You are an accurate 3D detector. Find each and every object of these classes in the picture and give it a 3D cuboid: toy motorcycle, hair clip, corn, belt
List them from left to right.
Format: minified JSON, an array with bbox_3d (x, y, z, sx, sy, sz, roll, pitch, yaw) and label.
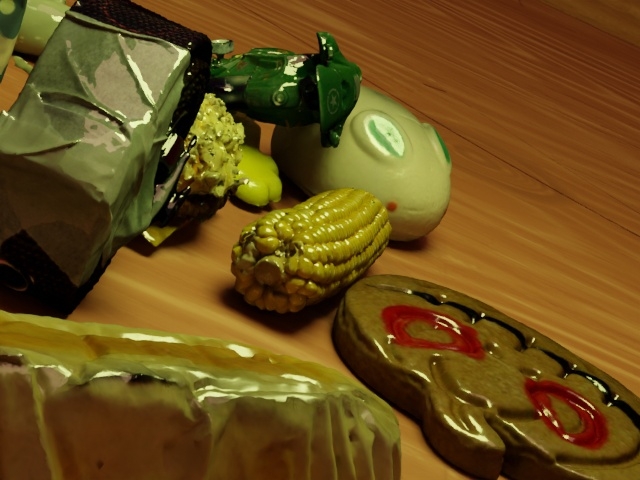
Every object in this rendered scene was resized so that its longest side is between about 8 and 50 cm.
[{"bbox_3d":[-0.187,-0.074,1.686,0.164,0.184,0.289,25,56,4],"label":"belt"},{"bbox_3d":[-0.079,-0.083,2.138,0.072,0.046,0.173,16,22,-14],"label":"hair clip"},{"bbox_3d":[-0.076,-0.157,2.101,0.274,0.125,0.187,-8,17,-14],"label":"toy motorcycle"},{"bbox_3d":[0.004,0.001,1.933,0.102,0.102,0.313,30,20,12],"label":"corn"}]

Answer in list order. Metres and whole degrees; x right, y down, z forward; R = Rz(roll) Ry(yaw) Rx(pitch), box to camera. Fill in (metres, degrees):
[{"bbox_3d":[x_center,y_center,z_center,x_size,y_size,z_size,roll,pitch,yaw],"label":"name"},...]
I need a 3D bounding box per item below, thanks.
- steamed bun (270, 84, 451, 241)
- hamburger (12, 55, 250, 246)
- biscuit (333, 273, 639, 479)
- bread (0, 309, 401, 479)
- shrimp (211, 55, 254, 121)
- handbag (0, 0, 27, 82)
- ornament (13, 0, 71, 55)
[{"bbox_3d":[0.054,-0.096,2.212,0.177,0.131,0.228,10,22,-44],"label":"steamed bun"},{"bbox_3d":[-0.188,-0.108,1.922,0.261,0.139,0.243,28,20,6],"label":"hamburger"},{"bbox_3d":[0.175,0.141,1.842,0.367,0.063,0.314,31,18,15],"label":"biscuit"},{"bbox_3d":[-0.129,0.155,1.282,0.388,0.183,0.236,10,8,-23],"label":"bread"},{"bbox_3d":[-0.148,-0.202,2.317,0.185,0.068,0.287,29,14,-21],"label":"shrimp"},{"bbox_3d":[-0.411,-0.223,1.858,0.251,0.193,0.190,39,19,33],"label":"handbag"},{"bbox_3d":[-0.293,-0.228,2.205,0.156,0.081,0.075,32,4,9],"label":"ornament"}]
